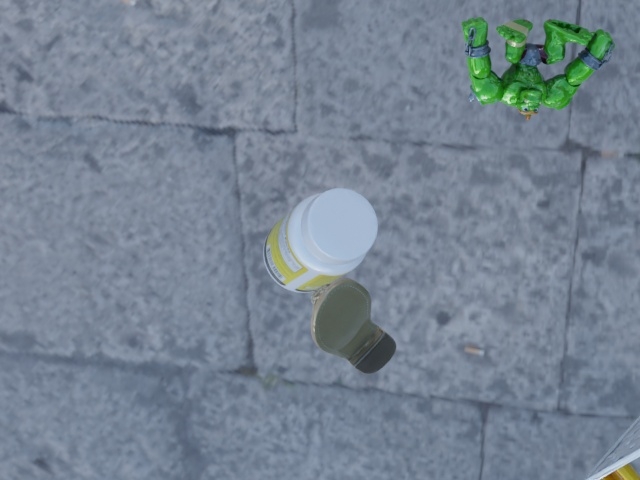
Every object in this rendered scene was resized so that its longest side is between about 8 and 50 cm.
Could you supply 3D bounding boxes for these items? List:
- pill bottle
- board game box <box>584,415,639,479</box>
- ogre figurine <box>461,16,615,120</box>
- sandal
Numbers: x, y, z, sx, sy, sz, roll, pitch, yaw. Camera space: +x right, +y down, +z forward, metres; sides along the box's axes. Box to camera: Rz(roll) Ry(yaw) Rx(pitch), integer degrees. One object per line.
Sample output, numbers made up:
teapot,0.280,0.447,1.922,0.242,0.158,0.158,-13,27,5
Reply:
pill bottle,0.000,0.000,1.579,0.119,0.119,0.208,34,160,-8
board game box,0.599,0.192,1.599,0.050,0.390,0.390,51,138,9
ogre figurine,0.272,-0.225,1.451,0.197,0.097,0.118,-11,131,-26
sandal,0.020,0.092,1.389,0.088,0.079,0.240,-45,148,-4
